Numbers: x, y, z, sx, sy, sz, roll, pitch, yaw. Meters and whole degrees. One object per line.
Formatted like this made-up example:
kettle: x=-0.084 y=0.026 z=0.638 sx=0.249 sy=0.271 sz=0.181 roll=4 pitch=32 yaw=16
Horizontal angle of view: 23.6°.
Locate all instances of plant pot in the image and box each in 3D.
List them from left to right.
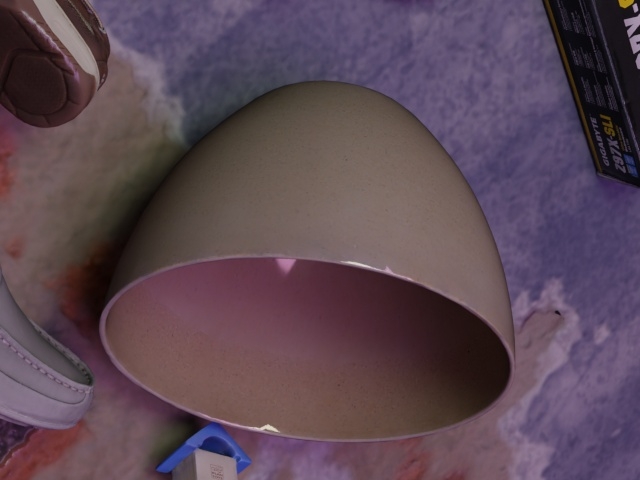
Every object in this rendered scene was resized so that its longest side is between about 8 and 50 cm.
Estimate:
plant pot: x=0.000 y=0.000 z=1.087 sx=0.284 sy=0.284 sz=0.191 roll=30 pitch=53 yaw=-35

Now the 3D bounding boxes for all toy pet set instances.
toy pet set: x=-0.118 y=0.192 z=1.187 sx=0.122 sy=0.065 sz=0.114 roll=21 pitch=132 yaw=-32

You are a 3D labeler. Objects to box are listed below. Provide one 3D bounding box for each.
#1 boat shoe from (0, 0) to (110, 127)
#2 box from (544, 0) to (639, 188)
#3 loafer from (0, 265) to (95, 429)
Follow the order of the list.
boat shoe: x=-0.226 y=-0.194 z=0.977 sx=0.257 sy=0.095 sz=0.095 roll=57 pitch=31 yaw=-20
box: x=0.306 y=-0.243 z=1.291 sx=0.257 sy=0.079 sz=0.322 roll=-34 pitch=120 yaw=-17
loafer: x=-0.257 y=0.014 z=0.997 sx=0.111 sy=0.112 sz=0.319 roll=-48 pitch=124 yaw=0
